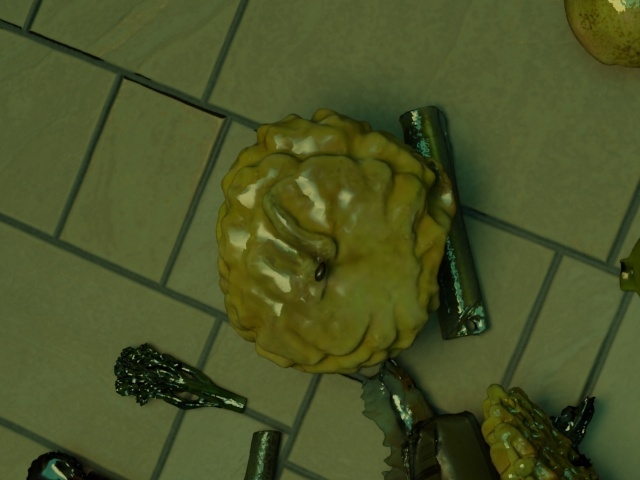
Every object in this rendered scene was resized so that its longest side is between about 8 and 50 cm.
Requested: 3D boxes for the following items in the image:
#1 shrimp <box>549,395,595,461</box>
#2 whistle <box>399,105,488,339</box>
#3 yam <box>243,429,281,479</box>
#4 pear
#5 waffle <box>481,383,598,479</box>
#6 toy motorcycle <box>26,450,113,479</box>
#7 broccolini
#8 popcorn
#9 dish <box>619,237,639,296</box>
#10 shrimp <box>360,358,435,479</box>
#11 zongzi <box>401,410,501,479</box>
[{"bbox_3d":[0.327,0.353,1.796,0.178,0.075,0.289,35,96,10],"label":"shrimp"},{"bbox_3d":[0.170,-0.025,1.865,0.068,0.057,0.326,-12,84,7],"label":"whistle"},{"bbox_3d":[-0.084,0.315,1.920,0.043,0.043,0.094,9,88,15],"label":"yam"},{"bbox_3d":[0.408,-0.311,1.767,0.178,0.178,0.178,-1,87,15],"label":"pear"},{"bbox_3d":[0.305,0.315,1.669,0.065,0.283,0.309,-41,40,19],"label":"waffle"},{"bbox_3d":[-0.270,0.464,1.914,0.401,0.134,0.207,22,93,16],"label":"toy motorcycle"},{"bbox_3d":[-0.207,0.205,1.947,0.202,0.068,0.091,10,70,14],"label":"broccolini"},{"bbox_3d":[0.000,0.000,1.777,0.349,0.381,0.349,-2,95,-20],"label":"popcorn"},{"bbox_3d":[0.529,0.022,1.743,0.262,0.108,0.221,-40,77,9],"label":"dish"},{"bbox_3d":[0.082,0.324,1.875,0.185,0.068,0.287,37,106,17],"label":"shrimp"},{"bbox_3d":[0.161,0.391,1.802,0.260,0.123,0.289,66,147,22],"label":"zongzi"}]
